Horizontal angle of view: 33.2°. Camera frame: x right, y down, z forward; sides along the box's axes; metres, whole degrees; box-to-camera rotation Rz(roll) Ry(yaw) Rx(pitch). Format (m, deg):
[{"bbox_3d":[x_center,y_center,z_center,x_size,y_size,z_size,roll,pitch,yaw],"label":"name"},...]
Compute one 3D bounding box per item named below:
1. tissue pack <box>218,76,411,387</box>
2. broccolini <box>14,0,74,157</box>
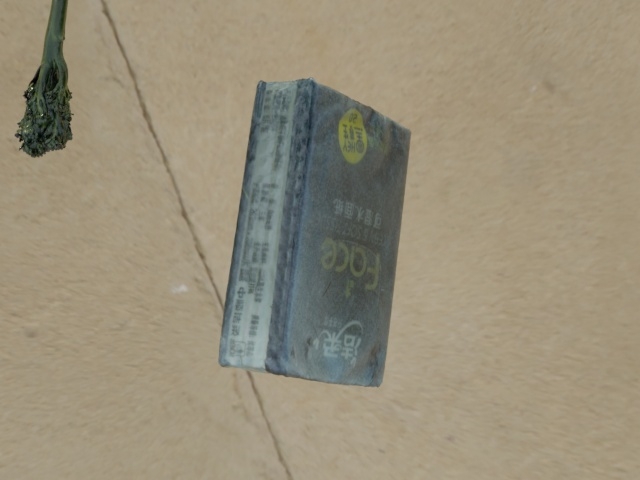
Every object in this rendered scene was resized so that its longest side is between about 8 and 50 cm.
[{"bbox_3d":[0.000,0.000,0.984,0.081,0.185,0.257,2,82,34],"label":"tissue pack"},{"bbox_3d":[-0.240,-0.188,0.980,0.051,0.054,0.239,0,118,-30],"label":"broccolini"}]
